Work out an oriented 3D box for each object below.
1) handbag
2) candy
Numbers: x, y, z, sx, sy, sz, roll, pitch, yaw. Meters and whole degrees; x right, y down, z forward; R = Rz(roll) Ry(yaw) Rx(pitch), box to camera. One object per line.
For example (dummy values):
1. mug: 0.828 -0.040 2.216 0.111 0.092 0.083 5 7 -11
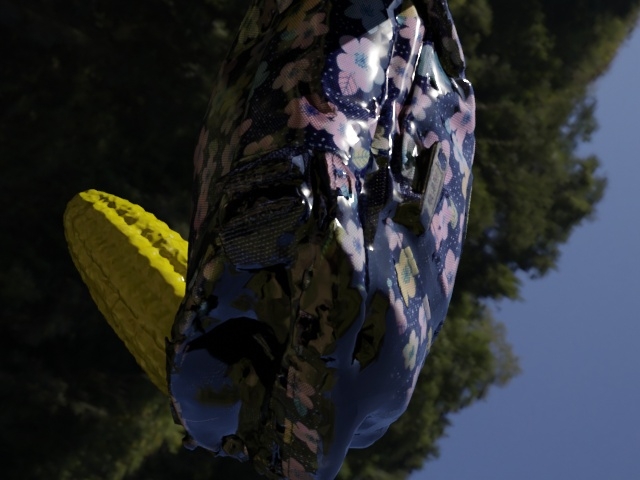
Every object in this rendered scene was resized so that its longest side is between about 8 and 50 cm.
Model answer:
1. handbag: 0.000 0.000 0.512 0.229 0.126 0.208 96 5 -54
2. candy: -0.142 0.031 0.936 0.094 0.106 0.199 -34 -115 -21
